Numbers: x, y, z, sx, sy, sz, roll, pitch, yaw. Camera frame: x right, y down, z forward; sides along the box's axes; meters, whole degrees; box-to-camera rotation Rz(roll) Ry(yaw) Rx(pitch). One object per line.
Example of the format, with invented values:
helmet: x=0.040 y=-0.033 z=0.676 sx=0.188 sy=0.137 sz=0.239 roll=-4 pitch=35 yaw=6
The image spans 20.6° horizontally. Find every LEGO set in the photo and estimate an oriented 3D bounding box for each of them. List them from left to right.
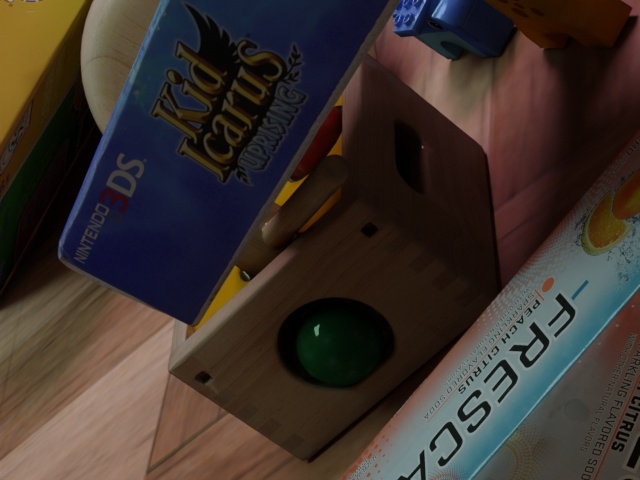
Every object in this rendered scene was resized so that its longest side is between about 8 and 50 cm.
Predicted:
LEGO set: x=0.069 y=-0.131 z=0.738 sx=0.087 sy=0.093 sz=0.227 roll=-63 pitch=24 yaw=-9

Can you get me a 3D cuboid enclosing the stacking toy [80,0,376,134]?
stacking toy: x=-0.048 y=-0.139 z=0.975 sx=0.141 sy=0.141 sz=0.330 roll=-47 pitch=16 yaw=15

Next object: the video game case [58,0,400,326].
video game case: x=0.013 y=-0.136 z=0.554 sx=0.244 sy=0.061 sz=0.269 roll=-67 pitch=7 yaw=-34

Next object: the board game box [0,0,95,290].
board game box: x=-0.170 y=-0.136 z=1.144 sx=0.242 sy=0.064 sz=0.316 roll=115 pitch=180 yaw=-64

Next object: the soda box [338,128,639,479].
soda box: x=0.069 y=0.056 z=0.519 sx=0.183 sy=0.058 sz=0.063 roll=-51 pitch=22 yaw=9

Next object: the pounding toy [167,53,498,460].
pounding toy: x=0.000 y=0.000 z=0.679 sx=0.130 sy=0.100 sz=0.141 roll=-42 pitch=24 yaw=26
